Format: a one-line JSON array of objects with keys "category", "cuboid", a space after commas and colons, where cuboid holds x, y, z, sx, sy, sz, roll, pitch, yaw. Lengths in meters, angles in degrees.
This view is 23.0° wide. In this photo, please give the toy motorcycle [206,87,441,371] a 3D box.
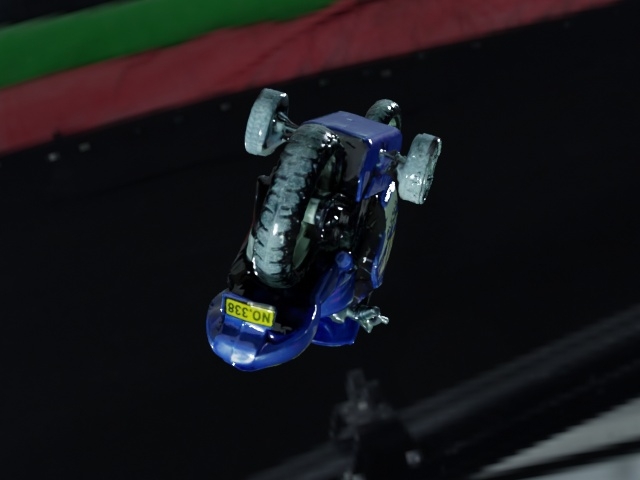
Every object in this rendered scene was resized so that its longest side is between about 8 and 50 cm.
[{"category": "toy motorcycle", "cuboid": [0.000, 0.000, 0.968, 0.113, 0.169, 0.315, 18, -167, 10]}]
